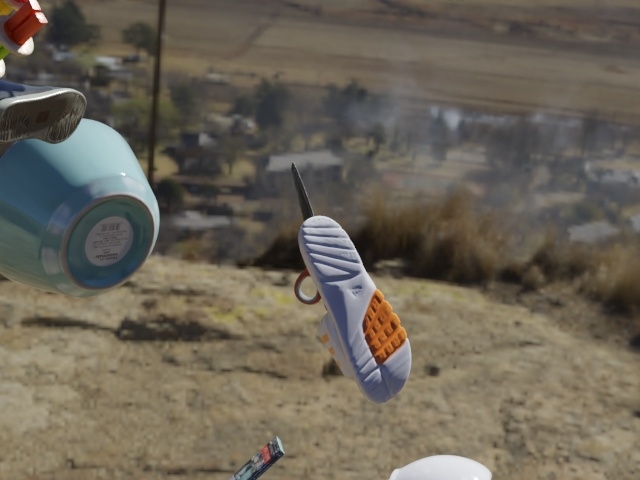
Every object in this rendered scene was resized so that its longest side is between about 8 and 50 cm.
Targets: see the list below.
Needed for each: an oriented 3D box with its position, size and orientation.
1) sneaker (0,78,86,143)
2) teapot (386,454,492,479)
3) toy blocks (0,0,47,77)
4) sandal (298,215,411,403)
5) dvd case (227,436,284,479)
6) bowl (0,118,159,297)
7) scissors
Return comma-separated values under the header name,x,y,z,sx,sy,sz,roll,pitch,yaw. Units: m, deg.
name,x,y,z,sx,sy,sz,roll,pitch,yaw
sneaker,-0.415,-0.190,1.545,0.118,0.083,0.222,28,15,15
teapot,0.144,0.428,1.706,0.187,0.256,0.252,13,28,12
toy blocks,-0.325,-0.262,1.258,0.054,0.148,0.123,31,37,-41
sandal,0.035,0.094,1.547,0.102,0.265,0.076,-24,-1,-34
dvd case,-0.113,0.392,1.965,0.119,0.013,0.087,-41,9,-2
bowl,-0.392,-0.030,1.897,0.311,0.311,0.163,-13,33,-39
scissors,0.000,0.000,2.061,0.109,0.297,0.021,9,28,21
